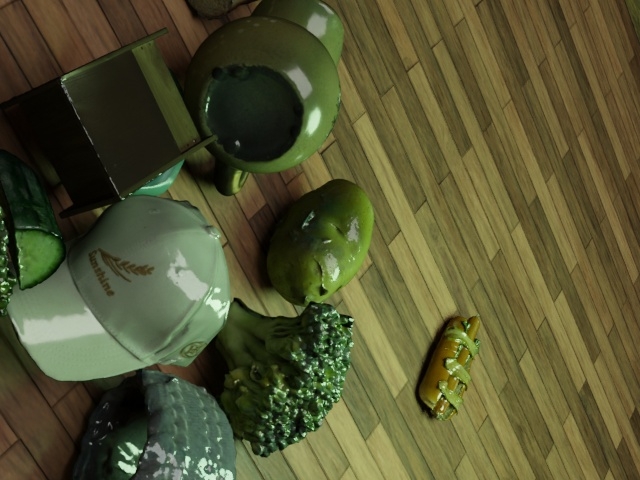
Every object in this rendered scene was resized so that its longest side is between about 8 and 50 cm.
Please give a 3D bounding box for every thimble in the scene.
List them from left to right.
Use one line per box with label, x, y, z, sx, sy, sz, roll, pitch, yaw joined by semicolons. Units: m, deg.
thimble;-0.231;0.307;1.382;0.172;0.205;0.236;38;53;-37

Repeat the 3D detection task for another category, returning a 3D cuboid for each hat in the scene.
hat;-0.285;0.045;1.331;0.301;0.168;0.258;-12;59;-42

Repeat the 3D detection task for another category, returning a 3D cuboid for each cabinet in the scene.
cabinet;-0.287;-0.161;1.354;0.215;0.148;0.175;-42;113;-46

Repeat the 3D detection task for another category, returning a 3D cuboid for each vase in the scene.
vase;-0.098;-0.218;1.594;0.240;0.329;0.302;23;29;-4

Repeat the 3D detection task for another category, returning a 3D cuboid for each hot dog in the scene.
hot dog;0.280;0.263;2.090;0.109;0.072;0.270;52;50;-33

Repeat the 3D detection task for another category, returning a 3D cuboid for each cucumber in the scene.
cucumber;-0.380;-0.046;1.265;0.063;0.244;0.115;-10;130;-23

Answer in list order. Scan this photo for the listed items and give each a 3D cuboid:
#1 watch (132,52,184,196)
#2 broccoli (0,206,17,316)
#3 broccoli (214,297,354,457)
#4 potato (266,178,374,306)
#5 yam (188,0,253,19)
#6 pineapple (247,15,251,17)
watch;-0.288;-0.178;1.514;0.195;0.068;0.237;42;58;-34
broccoli;-0.475;0.068;1.091;0.324;0.271;0.334;67;29;-23
broccoli;-0.083;0.197;1.563;0.288;0.245;0.248;-59;165;6
potato;0.000;0.000;1.735;0.248;0.169;0.143;-59;163;-23
yam;-0.127;-0.476;1.706;0.128;0.129;0.238;55;41;-3
pineapple;-0.074;-0.277;1.758;0.125;0.125;0.251;-24;112;-49
